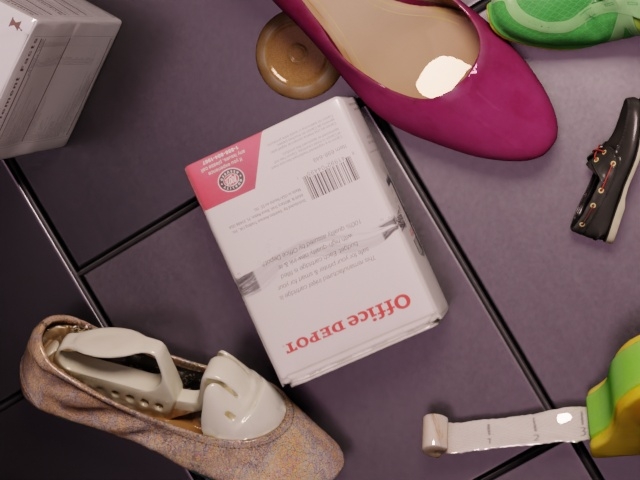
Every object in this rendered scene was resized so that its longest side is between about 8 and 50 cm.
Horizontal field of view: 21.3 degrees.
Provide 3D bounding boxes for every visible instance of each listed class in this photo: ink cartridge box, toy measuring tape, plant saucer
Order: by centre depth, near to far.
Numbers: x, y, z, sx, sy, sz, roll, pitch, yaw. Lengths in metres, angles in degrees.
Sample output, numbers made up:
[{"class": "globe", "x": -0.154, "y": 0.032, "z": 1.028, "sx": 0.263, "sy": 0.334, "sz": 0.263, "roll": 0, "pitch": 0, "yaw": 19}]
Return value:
[{"class": "toy measuring tape", "x": 0.245, "y": 0.134, "z": 1.476, "sx": 0.330, "sy": 0.121, "sz": 0.121, "roll": -5, "pitch": 96, "yaw": 10}, {"class": "ink cartridge box", "x": 0.000, "y": 0.000, "z": 1.518, "sx": 0.158, "sy": 0.092, "sz": 0.218, "roll": -24, "pitch": 90, "yaw": 12}, {"class": "plant saucer", "x": -0.019, "y": -0.169, "z": 1.540, "sx": 0.083, "sy": 0.015, "sz": 0.083, "roll": 1, "pitch": 97, "yaw": 9}]

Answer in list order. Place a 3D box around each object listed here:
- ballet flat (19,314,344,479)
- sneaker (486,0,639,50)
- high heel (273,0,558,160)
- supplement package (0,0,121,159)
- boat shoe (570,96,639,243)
[{"class": "ballet flat", "x": -0.128, "y": 0.143, "z": 1.539, "sx": 0.316, "sy": 0.107, "sz": 0.106, "roll": 14, "pitch": 129, "yaw": 7}, {"class": "sneaker", "x": 0.286, "y": -0.219, "z": 1.426, "sx": 0.295, "sy": 0.123, "sz": 0.109, "roll": -3, "pitch": 92, "yaw": 9}, {"class": "high heel", "x": 0.046, "y": -0.195, "z": 1.434, "sx": 0.377, "sy": 0.181, "sz": 0.127, "roll": 33, "pitch": 86, "yaw": 4}, {"class": "supplement package", "x": -0.288, "y": -0.161, "z": 1.470, "sx": 0.134, "sy": 0.244, "sz": 0.139, "roll": 27, "pitch": 100, "yaw": 5}, {"class": "boat shoe", "x": 0.254, "y": -0.064, "z": 1.489, "sx": 0.042, "sy": 0.049, "sz": 0.133, "roll": 16, "pitch": 104, "yaw": -1}]
